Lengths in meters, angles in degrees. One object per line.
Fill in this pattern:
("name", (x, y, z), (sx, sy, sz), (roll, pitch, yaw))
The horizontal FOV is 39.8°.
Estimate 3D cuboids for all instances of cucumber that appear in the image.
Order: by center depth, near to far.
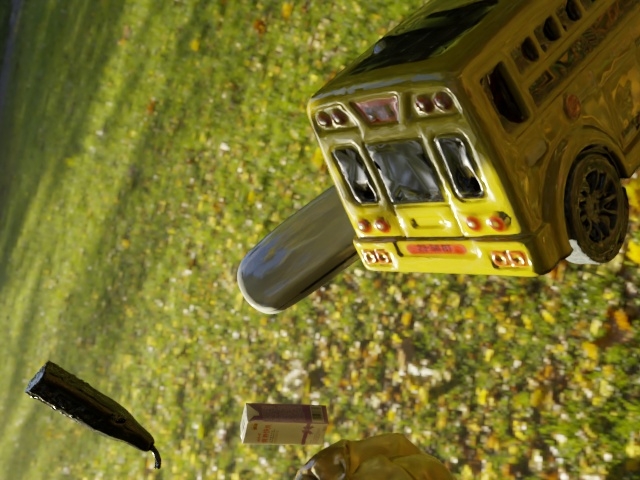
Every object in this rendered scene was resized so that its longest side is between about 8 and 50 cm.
("cucumber", (-0.217, 0.175, 0.886), (0.039, 0.163, 0.043), (-16, 44, 52))

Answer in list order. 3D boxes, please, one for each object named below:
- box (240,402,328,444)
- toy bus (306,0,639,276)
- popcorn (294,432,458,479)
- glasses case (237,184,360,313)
("box", (-0.050, 0.255, 1.223), (0.036, 0.117, 0.051), (-104, 21, -51))
("toy bus", (0.148, -0.115, 0.551), (0.145, 0.151, 0.331), (-2, 34, 48))
("popcorn", (0.072, 0.412, 1.045), (0.381, 0.349, 0.349), (-42, 32, -1))
("glasses case", (0.000, 0.000, 0.898), (0.193, 0.049, 0.074), (-38, 56, 8))
